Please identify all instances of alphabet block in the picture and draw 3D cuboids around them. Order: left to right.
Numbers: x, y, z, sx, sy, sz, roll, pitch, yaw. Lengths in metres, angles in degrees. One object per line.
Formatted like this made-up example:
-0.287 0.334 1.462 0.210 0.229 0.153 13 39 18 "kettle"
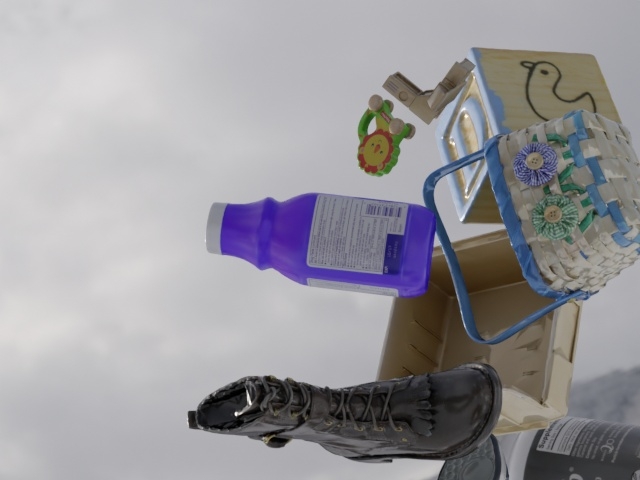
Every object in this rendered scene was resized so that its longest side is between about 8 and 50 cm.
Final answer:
0.300 -0.147 2.055 0.197 0.192 0.193 0 -37 -17 "alphabet block"

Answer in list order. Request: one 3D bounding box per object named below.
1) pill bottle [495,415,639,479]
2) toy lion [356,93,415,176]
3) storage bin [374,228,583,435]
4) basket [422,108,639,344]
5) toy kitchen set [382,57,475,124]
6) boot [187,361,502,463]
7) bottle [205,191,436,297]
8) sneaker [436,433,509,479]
0.419 0.385 2.225 0.363 0.210 0.210 3 -4 34 "pill bottle"
0.083 -0.142 2.004 0.034 0.100 0.096 19 -65 -43 "toy lion"
0.225 0.134 1.991 0.260 0.262 0.123 -16 -42 41 "storage bin"
0.278 -0.031 1.845 0.289 0.254 0.201 -33 -25 33 "basket"
0.121 -0.186 1.655 0.083 0.075 0.068 -54 -8 29 "toy kitchen set"
0.023 0.171 1.417 0.229 0.091 0.263 16 -29 -41 "boot"
0.000 0.000 1.778 0.283 0.118 0.092 6 -23 7 "bottle"
0.201 0.343 1.601 0.086 0.226 0.163 -20 -48 27 "sneaker"
